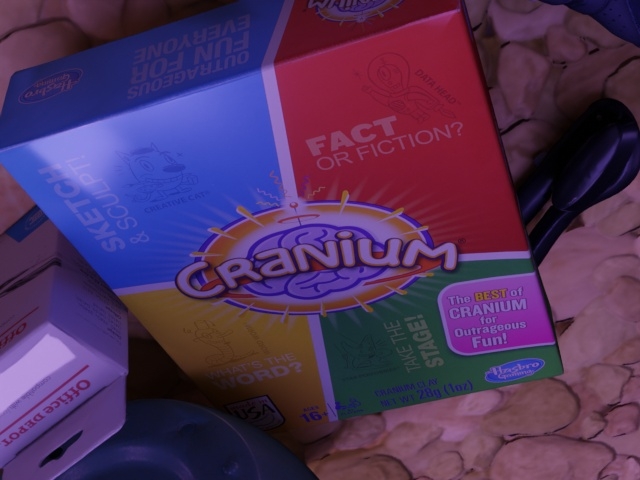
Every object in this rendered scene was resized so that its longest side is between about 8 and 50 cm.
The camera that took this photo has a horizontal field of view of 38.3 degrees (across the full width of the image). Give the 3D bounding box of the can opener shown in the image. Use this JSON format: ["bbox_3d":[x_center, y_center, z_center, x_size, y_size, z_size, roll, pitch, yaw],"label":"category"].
[{"bbox_3d":[0.155,-0.021,0.646,0.073,0.059,0.186,-3,140,-43],"label":"can opener"}]

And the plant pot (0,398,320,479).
[{"bbox_3d":[-0.098,0.246,0.593,0.292,0.293,0.235,-15,130,-1],"label":"plant pot"}]

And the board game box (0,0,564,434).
[{"bbox_3d":[0.000,0.000,0.555,0.242,0.064,0.317,-15,138,14],"label":"board game box"}]

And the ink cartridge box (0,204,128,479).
[{"bbox_3d":[-0.172,0.058,0.550,0.104,0.180,0.060,-37,124,14],"label":"ink cartridge box"}]

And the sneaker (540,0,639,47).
[{"bbox_3d":[0.071,-0.167,0.496,0.282,0.099,0.153,38,108,-26],"label":"sneaker"}]
